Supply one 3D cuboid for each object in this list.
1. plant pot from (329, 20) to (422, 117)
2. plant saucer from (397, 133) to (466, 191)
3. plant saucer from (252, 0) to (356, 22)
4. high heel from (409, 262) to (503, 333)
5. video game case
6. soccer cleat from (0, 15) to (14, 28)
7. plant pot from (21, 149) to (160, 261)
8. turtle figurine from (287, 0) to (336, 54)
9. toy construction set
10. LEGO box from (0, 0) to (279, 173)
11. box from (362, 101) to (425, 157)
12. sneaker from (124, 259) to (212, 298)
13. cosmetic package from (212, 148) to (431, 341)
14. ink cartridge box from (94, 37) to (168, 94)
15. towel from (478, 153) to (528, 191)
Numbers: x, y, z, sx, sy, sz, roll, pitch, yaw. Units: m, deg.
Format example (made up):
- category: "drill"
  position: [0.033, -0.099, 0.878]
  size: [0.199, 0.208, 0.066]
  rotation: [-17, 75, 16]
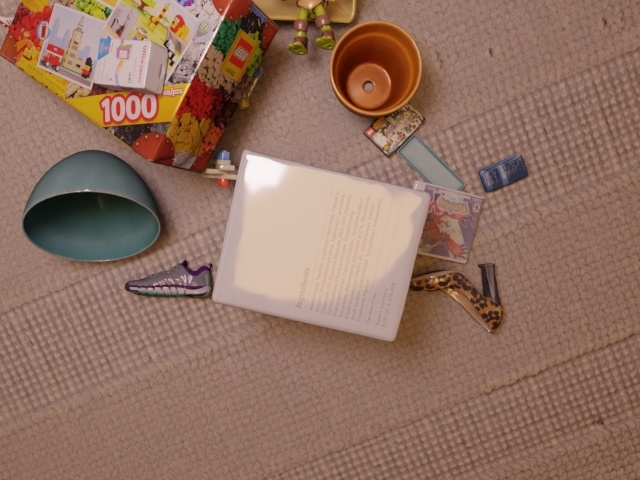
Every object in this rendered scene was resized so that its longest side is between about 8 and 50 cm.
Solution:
- category: "plant pot"
  position: [0.124, -0.389, 1.127]
  size: [0.205, 0.188, 0.205]
  rotation: [0, 95, 1]
- category: "plant saucer"
  position: [0.291, -0.190, 1.232]
  size: [0.192, 0.018, 0.067]
  rotation: [44, 95, -5]
- category: "plant saucer"
  position: [-0.078, -0.699, 1.104]
  size: [0.333, 0.081, 0.332]
  rotation: [-2, 114, -9]
- category: "high heel"
  position: [0.350, 0.167, 1.226]
  size: [0.261, 0.093, 0.186]
  rotation: [-7, 89, -8]
- category: "video game case"
  position: [0.312, -0.046, 1.217]
  size: [0.202, 0.023, 0.183]
  rotation: [11, 96, -17]
- category: "soccer cleat"
  position: [-0.792, -0.559, 1.200]
  size: [0.083, 0.029, 0.035]
  rotation: [26, 87, -5]
- category: "plant pot"
  position: [-0.548, -0.104, 1.144]
  size: [0.290, 0.290, 0.195]
  rotation: [-16, 59, 2]
- category: "turtle figurine"
  position: [-0.035, -0.543, 1.073]
  size: [0.270, 0.087, 0.217]
  rotation: [-2, 88, 5]
- category: "toy construction set"
  position: [-0.260, -0.292, 1.170]
  size: [0.215, 0.151, 0.327]
  rotation: [4, 85, 0]
- category: "LEGO box"
  position: [-0.405, -0.438, 1.038]
  size: [0.500, 0.193, 0.372]
  rotation: [34, 101, 16]
- category: "box"
  position: [0.190, -0.296, 1.216]
  size: [0.094, 0.027, 0.137]
  rotation: [43, 95, -3]
- category: "sneaker"
  position: [-0.399, 0.101, 1.250]
  size: [0.224, 0.083, 0.098]
  rotation: [3, 75, -4]
- category: "cosmetic package"
  position: [0.000, 0.000, 1.097]
  size: [0.394, 0.329, 0.327]
  rotation: [13, 96, -2]
- category: "ink cartridge box"
  position: [-0.359, -0.331, 0.892]
  size: [0.123, 0.052, 0.088]
  rotation: [11, 95, 18]
- category: "towel"
  position: [0.478, -0.176, 1.225]
  size: [0.120, 0.029, 0.067]
  rotation: [-23, 96, 2]
